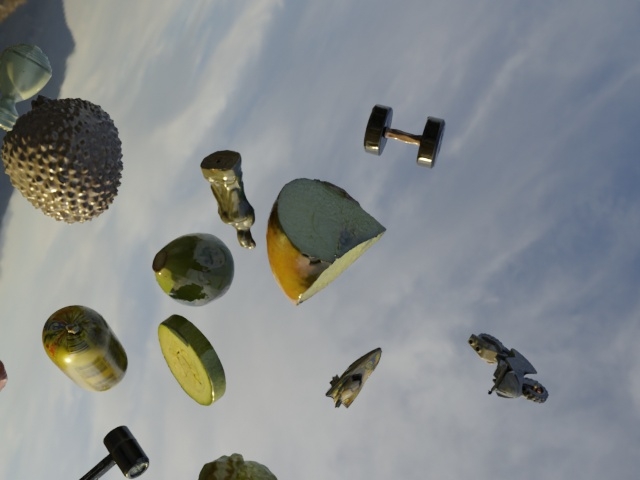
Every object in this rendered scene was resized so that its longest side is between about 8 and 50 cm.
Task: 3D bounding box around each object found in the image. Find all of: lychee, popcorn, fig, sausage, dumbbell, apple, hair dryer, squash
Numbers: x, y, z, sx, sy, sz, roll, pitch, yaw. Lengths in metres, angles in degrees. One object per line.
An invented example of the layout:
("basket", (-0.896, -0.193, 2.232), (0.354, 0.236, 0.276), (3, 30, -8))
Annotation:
("lychee", (-0.820, -0.265, 2.256), (0.380, 0.380, 0.432), (-16, -80, 59))
("popcorn", (-0.220, 0.749, 1.902), (0.312, 0.312, 0.312), (-43, -145, 42))
("fig", (-0.337, 0.081, 1.871), (0.230, 0.207, 0.207), (-23, 138, -81))
("sausage", (-0.462, 0.221, 1.392), (0.347, 0.123, 0.123), (100, -2, -64))
("dumbbell", (0.246, -0.306, 2.060), (0.152, 0.218, 0.153), (15, 90, -80))
("apple", (0.000, 0.000, 1.477), (0.179, 0.346, 0.254), (9, -70, 26))
("hair dryer", (-0.544, 0.578, 1.747), (0.219, 0.071, 0.124), (-38, -123, -11))
("squash", (-0.339, 0.314, 1.813), (0.049, 0.252, 0.252), (-31, -177, -35))

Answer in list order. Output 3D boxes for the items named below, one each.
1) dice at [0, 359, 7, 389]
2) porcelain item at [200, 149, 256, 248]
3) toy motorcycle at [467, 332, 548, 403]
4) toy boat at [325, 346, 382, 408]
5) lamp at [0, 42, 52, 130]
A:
("dice", (-0.776, 0.286, 1.441), (0.175, 0.179, 0.174), (-46, -179, -40))
("porcelain item", (-0.173, -0.070, 1.386), (0.081, 0.216, 0.069), (3, -141, 21))
("toy motorcycle", (0.395, 0.279, 1.523), (0.215, 0.122, 0.080), (51, -55, 46))
("toy boat", (0.099, 0.372, 1.934), (0.210, 0.084, 0.066), (-50, -157, 10))
("lamp", (-0.651, -0.331, 1.499), (0.193, 0.106, 0.106), (-66, -155, -2))
